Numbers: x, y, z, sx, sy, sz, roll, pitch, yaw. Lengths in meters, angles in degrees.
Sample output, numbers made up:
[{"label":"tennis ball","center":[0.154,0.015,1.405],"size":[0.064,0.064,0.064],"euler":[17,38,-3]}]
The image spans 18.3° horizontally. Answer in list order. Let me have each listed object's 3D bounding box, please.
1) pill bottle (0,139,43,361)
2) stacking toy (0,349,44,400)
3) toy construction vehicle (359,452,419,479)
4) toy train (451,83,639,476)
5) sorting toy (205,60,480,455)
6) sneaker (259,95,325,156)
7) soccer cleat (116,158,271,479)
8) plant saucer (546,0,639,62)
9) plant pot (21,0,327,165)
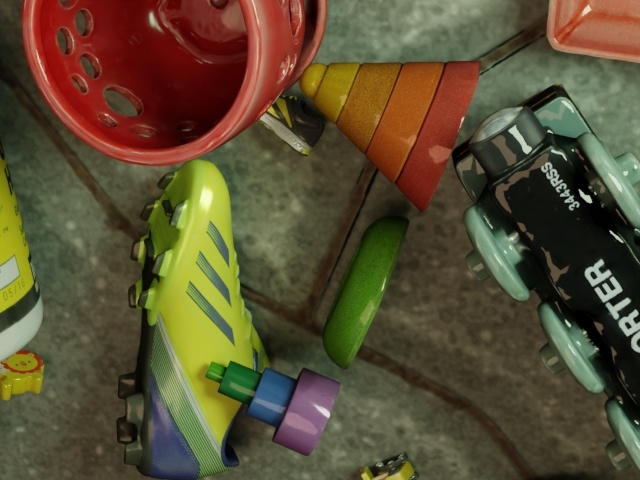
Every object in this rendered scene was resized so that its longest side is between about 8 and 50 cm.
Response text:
[{"label":"pill bottle","center":[-0.348,-0.062,1.596],"size":[0.188,0.188,0.334],"euler":[-3,113,20]},{"label":"stacking toy","center":[-0.345,0.189,1.709],"size":[0.052,0.221,0.167],"euler":[41,129,41]},{"label":"toy construction vehicle","center":[0.046,0.235,1.681],"size":[0.098,0.035,0.086],"euler":[-22,105,26]},{"label":"toy train","center":[0.215,0.034,1.443],"size":[0.142,0.190,0.334],"euler":[-35,102,11]},{"label":"sorting toy","center":[0.000,0.000,1.527],"size":[0.126,0.127,0.365],"euler":[23,119,-2]},{"label":"sneaker","center":[-0.031,-0.102,1.561],"size":[0.083,0.031,0.035],"euler":[42,89,8]},{"label":"soccer cleat","center":[-0.097,0.066,1.640],"size":[0.121,0.093,0.289],"euler":[3,113,-16]},{"label":"plant saucer","center":[0.297,-0.242,1.369],"size":[0.258,0.048,0.259],"euler":[10,116,15]},{"label":"plant pot","center":[-0.100,-0.164,1.462],"size":[0.191,0.174,0.191],"euler":[5,107,18]}]
